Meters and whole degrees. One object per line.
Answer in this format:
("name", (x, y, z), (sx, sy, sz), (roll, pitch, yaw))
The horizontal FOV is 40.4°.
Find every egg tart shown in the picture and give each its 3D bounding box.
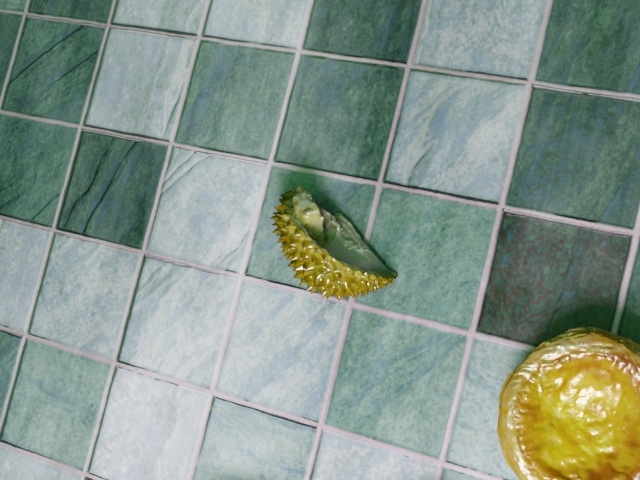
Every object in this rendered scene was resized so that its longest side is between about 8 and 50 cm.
("egg tart", (0.462, 0.309, 1.508), (0.319, 0.128, 0.319), (-2, 82, 18))

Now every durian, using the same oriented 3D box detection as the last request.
("durian", (0.000, 0.000, 1.718), (0.166, 0.172, 0.306), (-36, 61, -14))
